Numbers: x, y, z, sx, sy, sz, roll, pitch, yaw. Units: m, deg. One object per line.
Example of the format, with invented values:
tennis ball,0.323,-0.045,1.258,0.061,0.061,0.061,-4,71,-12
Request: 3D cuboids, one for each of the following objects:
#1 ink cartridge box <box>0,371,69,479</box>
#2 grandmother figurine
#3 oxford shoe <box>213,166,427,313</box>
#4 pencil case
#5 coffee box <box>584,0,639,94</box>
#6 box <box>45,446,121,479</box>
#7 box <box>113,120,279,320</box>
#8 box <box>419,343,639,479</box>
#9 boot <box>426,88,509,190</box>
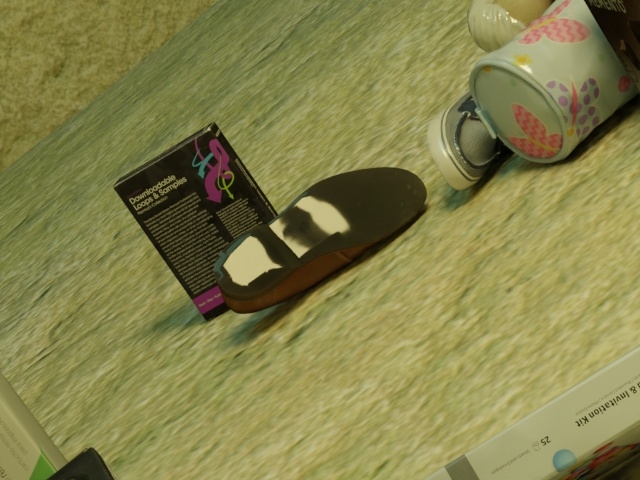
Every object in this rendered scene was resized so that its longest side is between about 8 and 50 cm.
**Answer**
ink cartridge box,-0.311,0.219,1.499,0.212,0.154,0.093,-34,17,-2
grandmother figurine,0.301,-0.277,1.848,0.342,0.104,0.208,-25,7,21
oxford shoe,0.000,0.000,1.698,0.212,0.076,0.076,-27,-26,-11
pencil case,0.252,-0.185,1.632,0.273,0.113,0.124,-42,28,-24
coffee box,0.306,-0.177,1.399,0.119,0.168,0.297,-35,16,-3
box,-0.214,0.299,1.169,0.318,0.097,0.395,-39,16,-7
box,-0.104,-0.018,1.773,0.116,0.162,0.029,-29,16,18
box,0.127,0.115,1.007,0.186,0.038,0.145,-33,-16,5
boot,0.158,-0.112,1.692,0.086,0.069,0.190,-30,14,26
